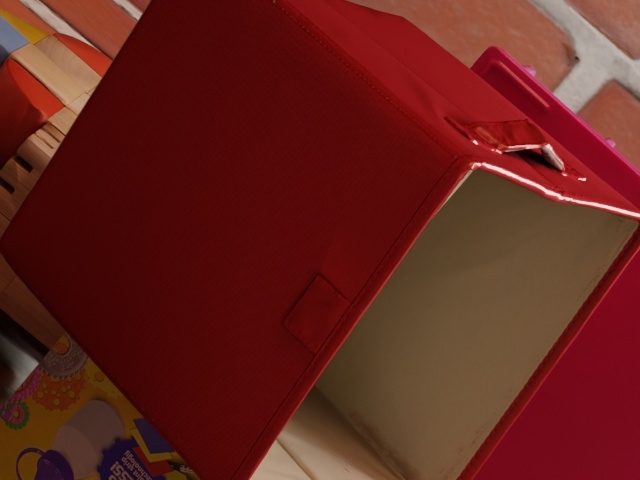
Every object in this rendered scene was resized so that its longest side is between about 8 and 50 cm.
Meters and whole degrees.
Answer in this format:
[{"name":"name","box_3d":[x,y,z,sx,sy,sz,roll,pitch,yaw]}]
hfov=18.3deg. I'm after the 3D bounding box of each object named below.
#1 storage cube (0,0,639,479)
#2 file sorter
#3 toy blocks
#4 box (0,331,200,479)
[{"name":"storage cube","box_3d":[0.000,0.000,0.938,0.193,0.215,0.184,44,18,31]},{"name":"file sorter","box_3d":[0.151,0.060,1.133,0.291,0.202,0.182,43,13,6]},{"name":"toy blocks","box_3d":[-0.174,-0.054,1.319,0.261,0.191,0.381,41,16,-4]},{"name":"box","box_3d":[-0.019,0.185,1.090,0.290,0.177,0.279,46,17,14]}]
